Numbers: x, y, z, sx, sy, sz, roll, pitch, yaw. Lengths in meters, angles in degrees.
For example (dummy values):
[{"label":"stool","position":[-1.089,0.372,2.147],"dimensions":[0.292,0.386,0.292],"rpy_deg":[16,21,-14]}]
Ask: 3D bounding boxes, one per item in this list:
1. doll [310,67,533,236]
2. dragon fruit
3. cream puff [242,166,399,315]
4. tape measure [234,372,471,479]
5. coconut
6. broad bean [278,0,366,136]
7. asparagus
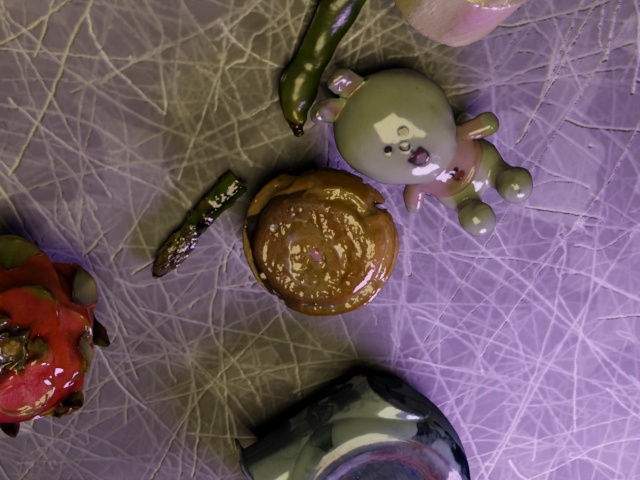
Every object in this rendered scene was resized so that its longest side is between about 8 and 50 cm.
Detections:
[{"label":"doll","position":[0.110,-0.111,1.514],"dimensions":[0.275,0.113,0.155],"rpy_deg":[31,112,-16]},{"label":"dragon fruit","position":[-0.352,0.110,1.484],"dimensions":[0.224,0.227,0.224],"rpy_deg":[-9,125,-14]},{"label":"cream puff","position":[0.000,0.000,1.533],"dimensions":[0.189,0.129,0.189],"rpy_deg":[4,106,14]},{"label":"tape measure","position":[0.058,0.301,1.707],"dimensions":[0.256,0.147,0.275],"rpy_deg":[-33,115,6]},{"label":"coconut","position":[0.154,-0.290,1.376],"dimensions":[0.147,0.147,0.152],"rpy_deg":[10,157,-16]},{"label":"broad bean","position":[0.011,-0.234,1.454],"dimensions":[0.052,0.053,0.256],"rpy_deg":[-5,129,-53]},{"label":"asparagus","position":[-0.148,-0.015,1.557],"dimensions":[0.036,0.030,0.165],"rpy_deg":[29,110,-35]}]
